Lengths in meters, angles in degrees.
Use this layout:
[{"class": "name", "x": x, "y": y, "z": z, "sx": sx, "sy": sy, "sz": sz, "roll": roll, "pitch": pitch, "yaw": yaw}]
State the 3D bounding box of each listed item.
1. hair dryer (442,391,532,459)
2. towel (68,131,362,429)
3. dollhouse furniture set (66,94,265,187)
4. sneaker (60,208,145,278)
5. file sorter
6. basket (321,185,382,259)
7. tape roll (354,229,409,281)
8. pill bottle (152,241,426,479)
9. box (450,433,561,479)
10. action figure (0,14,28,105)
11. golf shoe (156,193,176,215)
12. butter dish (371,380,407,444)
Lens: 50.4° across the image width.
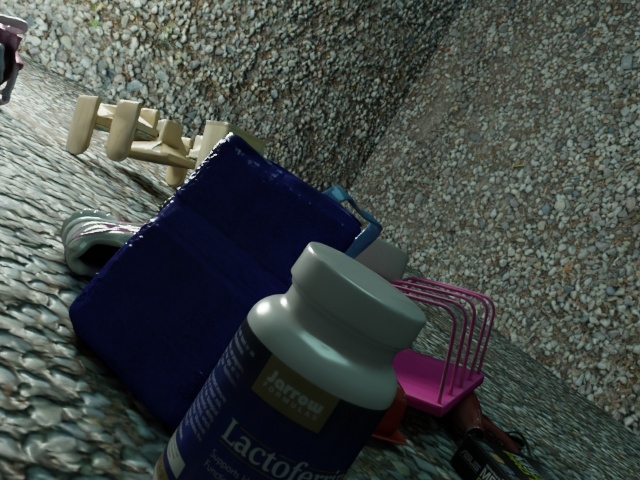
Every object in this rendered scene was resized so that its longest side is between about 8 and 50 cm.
[{"class": "hair dryer", "x": 0.327, "y": 0.355, "z": 1.346, "sx": 0.223, "sy": 0.080, "sz": 0.293, "roll": 37, "pitch": 10, "yaw": 29}, {"class": "towel", "x": -0.125, "y": 0.041, "z": 0.796, "sx": 0.227, "sy": 0.308, "sz": 0.076, "roll": 37, "pitch": -11, "yaw": 29}, {"class": "dollhouse furniture set", "x": -0.363, "y": -0.164, "z": 1.677, "sx": 0.394, "sy": 0.256, "sz": 0.362, "roll": 12, "pitch": -3, "yaw": 29}, {"class": "sneaker", "x": -0.254, "y": 0.024, "z": 0.992, "sx": 0.252, "sy": 0.103, "sz": 0.111, "roll": 1, "pitch": 29, "yaw": -9}, {"class": "file sorter", "x": 0.189, "y": 0.174, "z": 1.258, "sx": 0.202, "sy": 0.182, "sz": 0.290, "roll": 15, "pitch": 7, "yaw": 26}, {"class": "basket", "x": -0.042, "y": 0.053, "z": 0.965, "sx": 0.201, "sy": 0.289, "sz": 0.255, "roll": 45, "pitch": 6, "yaw": 20}, {"class": "tape roll", "x": 0.000, "y": 0.000, "z": 1.482, "sx": 0.392, "sy": 0.072, "sz": 0.392, "roll": 21, "pitch": -4, "yaw": 1}, {"class": "pill bottle", "x": -0.026, "y": 0.144, "z": 0.617, "sx": 0.153, "sy": 0.265, "sz": 0.153, "roll": 31, "pitch": 8, "yaw": -5}, {"class": "box", "x": 0.357, "y": 0.430, "z": 1.061, "sx": 0.216, "sy": 0.060, "sz": 0.270, "roll": 27, "pitch": 9, "yaw": -29}, {"class": "action figure", "x": -0.781, "y": -0.454, "z": 1.508, "sx": 0.248, "sy": 0.276, "sz": 0.370, "roll": 21, "pitch": 25, "yaw": -25}, {"class": "golf shoe", "x": -0.174, "y": 0.043, "z": 1.138, "sx": 0.273, "sy": 0.105, "sz": 0.120, "roll": 55, "pitch": 6, "yaw": -5}, {"class": "butter dish", "x": 0.069, "y": 0.220, "z": 1.049, "sx": 0.160, "sy": 0.118, "sz": 0.160, "roll": 26, "pitch": 9, "yaw": -35}]
